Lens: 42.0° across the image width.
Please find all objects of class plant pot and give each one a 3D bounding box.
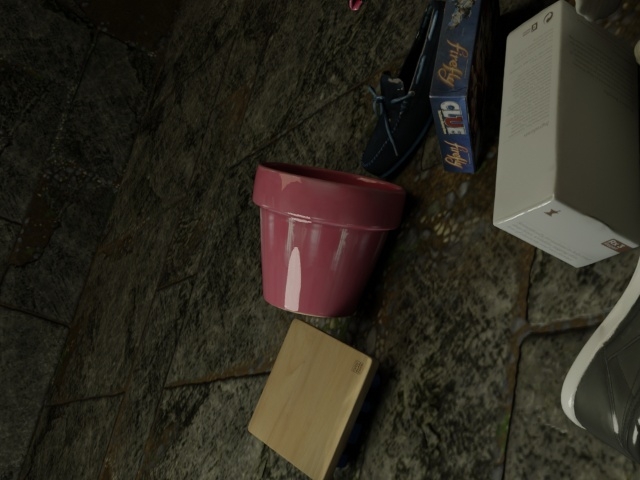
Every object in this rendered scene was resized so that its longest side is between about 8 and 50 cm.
[{"bbox_3d":[0.000,0.000,1.117,0.201,0.201,0.180,-151,70,-65],"label":"plant pot"}]

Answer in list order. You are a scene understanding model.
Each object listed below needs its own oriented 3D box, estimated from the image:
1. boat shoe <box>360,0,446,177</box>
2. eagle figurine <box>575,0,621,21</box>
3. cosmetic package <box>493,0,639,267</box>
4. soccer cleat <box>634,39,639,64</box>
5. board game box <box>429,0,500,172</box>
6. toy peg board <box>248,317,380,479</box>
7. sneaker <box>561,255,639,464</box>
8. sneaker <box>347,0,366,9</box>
[{"bbox_3d":[0.117,-0.216,1.172,0.258,0.089,0.109,-62,25,9],"label":"boat shoe"},{"bbox_3d":[0.318,-0.359,0.797,0.226,0.225,0.298,108,153,-43],"label":"eagle figurine"},{"bbox_3d":[0.240,-0.103,0.807,0.085,0.117,0.231,-29,43,53],"label":"cosmetic package"},{"bbox_3d":[0.327,-0.127,0.719,0.076,0.068,0.196,-61,28,17],"label":"soccer cleat"},{"bbox_3d":[0.177,-0.227,0.999,0.042,0.165,0.243,5,67,17],"label":"board game box"},{"bbox_3d":[0.009,0.205,1.062,0.160,0.079,0.161,21,88,49],"label":"toy peg board"},{"bbox_3d":[0.296,0.047,0.594,0.296,0.104,0.147,-66,26,15],"label":"sneaker"},{"bbox_3d":[0.084,-0.462,1.513,0.119,0.047,0.057,-35,54,54],"label":"sneaker"}]
